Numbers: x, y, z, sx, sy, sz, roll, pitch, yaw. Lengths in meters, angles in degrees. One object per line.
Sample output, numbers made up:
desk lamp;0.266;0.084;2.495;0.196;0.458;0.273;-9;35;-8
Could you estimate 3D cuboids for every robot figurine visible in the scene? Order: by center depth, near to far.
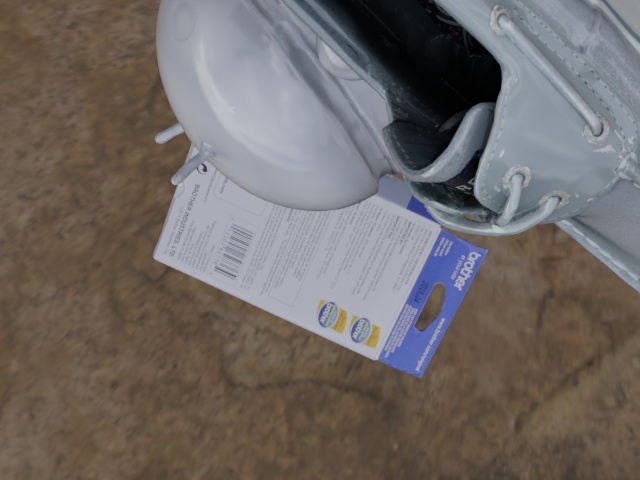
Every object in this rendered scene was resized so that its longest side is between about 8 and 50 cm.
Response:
robot figurine;0.039;-0.155;0.982;0.353;0.300;0.200;-36;97;1

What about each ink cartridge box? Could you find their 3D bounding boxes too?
ink cartridge box;0.000;0.000;1.525;0.311;0.065;0.186;26;123;4

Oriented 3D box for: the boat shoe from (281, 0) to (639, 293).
boat shoe;0.046;-0.045;0.421;0.227;0.079;0.081;46;65;-18
